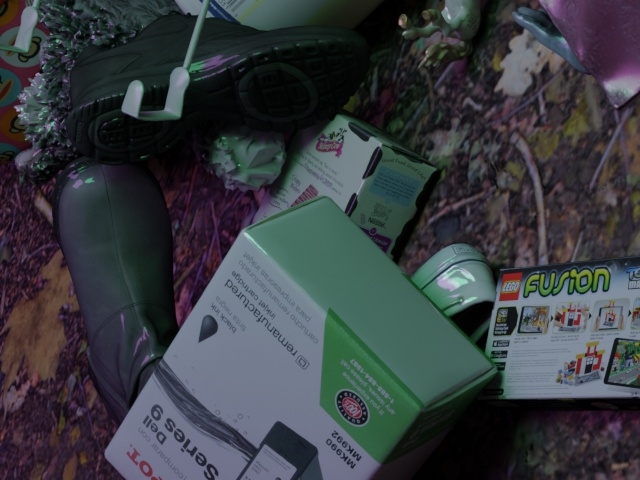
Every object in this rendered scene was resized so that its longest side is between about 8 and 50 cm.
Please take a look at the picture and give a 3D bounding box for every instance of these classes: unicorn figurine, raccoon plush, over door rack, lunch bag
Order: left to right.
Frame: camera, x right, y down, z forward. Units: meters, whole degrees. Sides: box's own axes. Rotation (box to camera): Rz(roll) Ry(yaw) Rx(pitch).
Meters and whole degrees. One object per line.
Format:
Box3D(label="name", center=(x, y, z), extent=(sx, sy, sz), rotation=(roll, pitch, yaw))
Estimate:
Box3D(label="lunch bag", center=(-0.421, -0.248, 2.345), extent=(0.293, 0.258, 0.120), rotation=(-50, 38, 28))
Box3D(label="raccoon plush", center=(-0.204, -0.106, 1.971), extent=(0.446, 0.216, 0.299), rotation=(-111, 31, -48))
Box3D(label="over door rack", center=(-0.145, -0.275, 1.687), extent=(0.239, 0.108, 0.324), rotation=(24, 89, 39))
Box3D(label="unicorn figurine", center=(0.130, -0.236, 1.704), extent=(0.060, 0.111, 0.162), rotation=(42, 123, 42))

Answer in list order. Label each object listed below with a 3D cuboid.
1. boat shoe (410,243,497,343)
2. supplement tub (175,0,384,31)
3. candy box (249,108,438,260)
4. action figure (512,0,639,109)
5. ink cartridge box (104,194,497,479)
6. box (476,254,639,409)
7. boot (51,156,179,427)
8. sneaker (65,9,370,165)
Box3D(label="boat shoe", center=(0.066, 0.102, 1.613), extent=(0.226, 0.083, 0.076), rotation=(-53, 36, 23))
Box3D(label="supplement tub", center=(0.015, -0.340, 1.787), extent=(0.325, 0.235, 0.235), rotation=(-39, 44, 38))
Box3D(label="candy box", center=(0.000, 0.000, 1.775), extent=(0.233, 0.071, 0.159), rotation=(-64, 31, 9))
Box3D(label="action figure", center=(0.297, -0.250, 1.323), extent=(0.370, 0.248, 0.276), rotation=(-54, 37, 27))
Box3D(label="ink cartridge box", center=(-0.023, 0.143, 1.571), extent=(0.211, 0.121, 0.289), rotation=(44, 126, 16))
Box3D(label="box", center=(0.209, 0.073, 1.466), extent=(0.207, 0.036, 0.114), rotation=(-7, 67, 54))
Box3D(label="boot", center=(-0.166, 0.096, 1.835), extent=(0.223, 0.118, 0.338), rotation=(-119, 15, -49))
Box3D(label="sneaker", center=(-0.098, -0.164, 1.744), extent=(0.109, 0.286, 0.130), rotation=(87, 171, -46))
